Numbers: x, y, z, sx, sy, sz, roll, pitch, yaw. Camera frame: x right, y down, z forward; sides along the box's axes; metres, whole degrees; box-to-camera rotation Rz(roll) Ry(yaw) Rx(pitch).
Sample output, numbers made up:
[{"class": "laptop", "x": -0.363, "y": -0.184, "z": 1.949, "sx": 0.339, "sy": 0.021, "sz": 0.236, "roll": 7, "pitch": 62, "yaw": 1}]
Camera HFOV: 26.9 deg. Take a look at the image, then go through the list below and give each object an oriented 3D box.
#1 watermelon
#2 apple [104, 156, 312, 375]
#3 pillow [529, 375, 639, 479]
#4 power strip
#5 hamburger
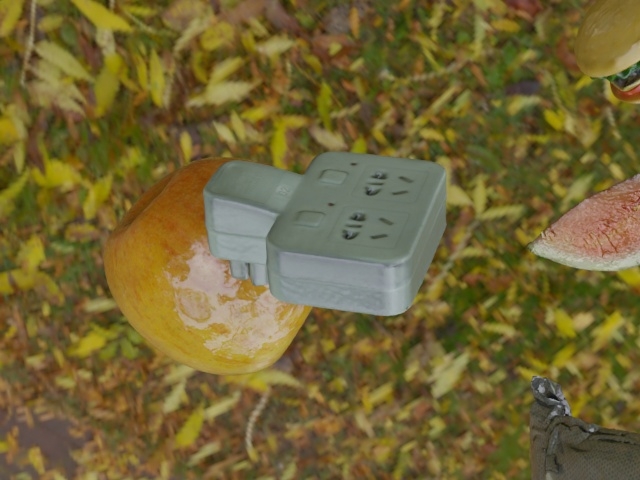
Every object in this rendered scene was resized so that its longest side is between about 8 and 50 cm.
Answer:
[{"class": "watermelon", "x": 0.266, "y": -0.014, "z": 1.141, "sx": 0.087, "sy": 0.069, "sz": 0.163, "roll": -17, "pitch": 167, "yaw": -39}, {"class": "apple", "x": -0.132, "y": 0.022, "z": 1.766, "sx": 0.275, "sy": 0.299, "sz": 0.299, "roll": 35, "pitch": 106, "yaw": -4}, {"class": "pillow", "x": 0.170, "y": 0.147, "z": 0.578, "sx": 0.059, "sy": 0.255, "sz": 0.169, "roll": -25, "pitch": 99, "yaw": -22}, {"class": "power strip", "x": 0.000, "y": 0.000, "z": 1.549, "sx": 0.261, "sy": 0.229, "sz": 0.141, "roll": 7, "pitch": 123, "yaw": 15}, {"class": "hamburger", "x": 0.374, "y": -0.237, "z": 1.554, "sx": 0.115, "sy": 0.162, "sz": 0.162, "roll": 38, "pitch": 102, "yaw": -25}]
